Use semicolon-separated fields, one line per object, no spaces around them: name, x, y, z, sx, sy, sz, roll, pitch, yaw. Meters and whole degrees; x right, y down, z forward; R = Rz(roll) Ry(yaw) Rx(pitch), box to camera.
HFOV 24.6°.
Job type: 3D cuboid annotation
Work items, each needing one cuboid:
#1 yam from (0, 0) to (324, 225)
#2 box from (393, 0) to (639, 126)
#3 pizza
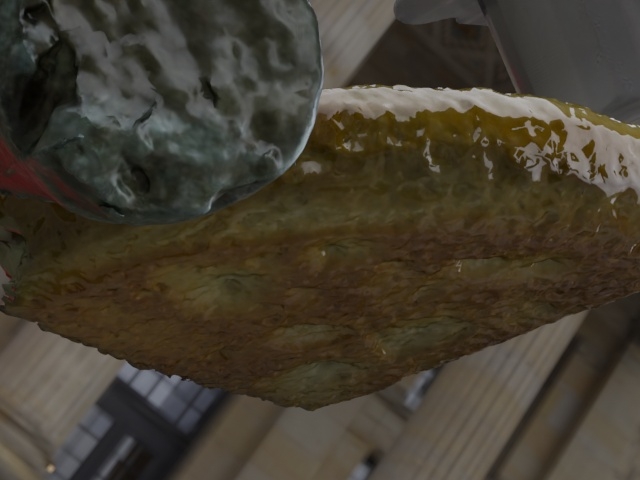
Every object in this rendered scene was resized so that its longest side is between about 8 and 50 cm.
yam;-0.083;-0.056;0.461;0.093;0.093;0.259;47;-13;-20
box;0.221;-0.158;1.183;0.262;0.291;0.206;56;16;-66
pizza;0.021;-0.013;0.653;0.268;0.087;0.258;-21;-26;27
